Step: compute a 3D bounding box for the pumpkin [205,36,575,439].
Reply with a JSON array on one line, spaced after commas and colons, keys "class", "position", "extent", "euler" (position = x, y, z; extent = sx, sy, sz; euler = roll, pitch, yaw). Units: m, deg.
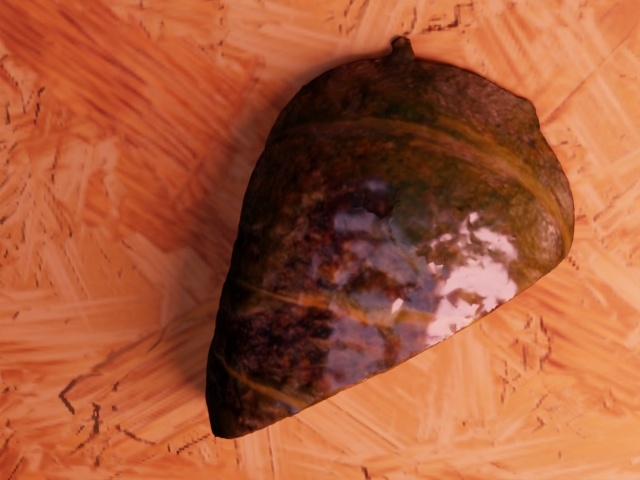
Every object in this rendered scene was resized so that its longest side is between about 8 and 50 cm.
[{"class": "pumpkin", "position": [-0.004, 0.002, 1.085], "extent": [0.278, 0.111, 0.163], "euler": [-28, 97, 27]}]
